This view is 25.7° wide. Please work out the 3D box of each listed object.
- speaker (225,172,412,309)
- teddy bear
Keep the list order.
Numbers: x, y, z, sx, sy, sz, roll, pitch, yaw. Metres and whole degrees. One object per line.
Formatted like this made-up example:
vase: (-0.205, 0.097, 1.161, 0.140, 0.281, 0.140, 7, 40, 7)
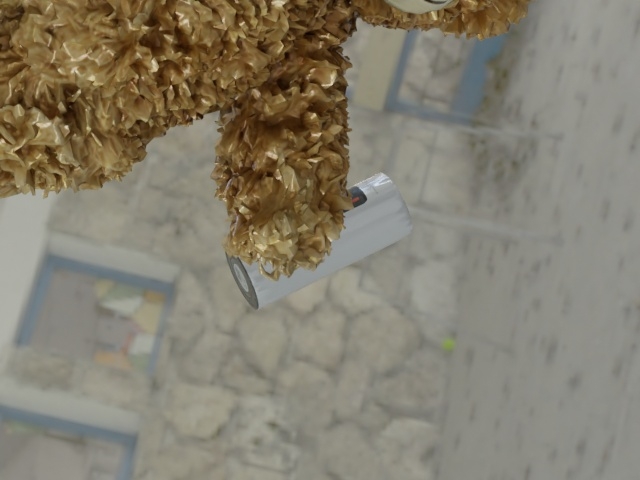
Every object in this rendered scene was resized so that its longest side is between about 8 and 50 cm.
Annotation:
speaker: (0.000, 0.000, 1.059, 0.055, 0.136, 0.055, 58, 165, 26)
teddy bear: (-0.062, -0.100, 0.517, 0.113, 0.337, 0.245, -135, 45, -76)
